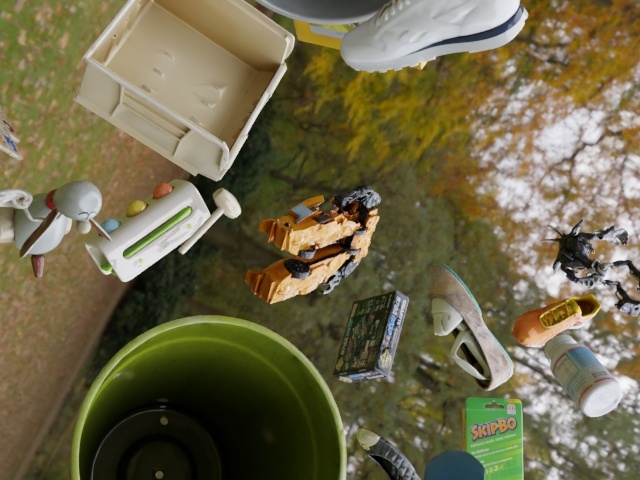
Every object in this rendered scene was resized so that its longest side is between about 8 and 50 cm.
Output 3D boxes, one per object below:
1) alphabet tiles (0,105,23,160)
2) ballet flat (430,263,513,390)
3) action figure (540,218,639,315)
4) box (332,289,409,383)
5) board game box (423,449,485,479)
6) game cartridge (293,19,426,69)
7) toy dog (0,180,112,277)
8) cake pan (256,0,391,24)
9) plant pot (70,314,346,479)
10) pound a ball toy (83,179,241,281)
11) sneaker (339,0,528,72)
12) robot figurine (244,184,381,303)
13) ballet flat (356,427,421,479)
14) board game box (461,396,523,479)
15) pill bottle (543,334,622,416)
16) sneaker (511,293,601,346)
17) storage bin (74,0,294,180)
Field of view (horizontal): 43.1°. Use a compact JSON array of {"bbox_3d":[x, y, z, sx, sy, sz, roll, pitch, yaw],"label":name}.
[{"bbox_3d":[-0.464,-0.204,1.053,0.009,0.198,0.237,-31,174,-3],"label":"alphabet tiles"},{"bbox_3d":[0.315,0.200,1.793,0.106,0.316,0.107,-38,-173,-23],"label":"ballet flat"},{"bbox_3d":[0.655,0.053,1.899,0.141,0.276,0.164,-11,133,-43],"label":"action figure"},{"bbox_3d":[0.125,0.244,2.044,0.175,0.051,0.220,-22,-137,51],"label":"box"},{"bbox_3d":[0.256,0.485,1.537,0.133,0.033,0.168,-7,-115,42],"label":"board game box"},{"bbox_3d":[0.072,-0.495,1.645,0.052,0.324,0.285,-54,150,-28],"label":"game cartridge"},{"bbox_3d":[-0.514,-0.013,1.536,0.334,0.220,0.160,174,-95,-71],"label":"toy dog"},{"bbox_3d":[0.011,-0.397,1.006,0.293,0.293,0.054,128,-29,-51],"label":"cake pan"},{"bbox_3d":[-0.203,0.331,1.197,0.353,0.367,0.366,-39,-155,58],"label":"plant pot"},{"bbox_3d":[-0.375,-0.044,1.908,0.319,0.135,0.208,-39,-153,-25],"label":"pound a ball toy"},{"bbox_3d":[0.118,-0.267,0.950,0.235,0.095,0.090,-9,-133,32],"label":"sneaker"},{"bbox_3d":[0.000,0.000,1.419,0.291,0.085,0.211,-22,136,-52],"label":"robot figurine"},{"bbox_3d":[0.107,0.339,1.168,0.049,0.173,0.057,-42,-170,-23],"label":"ballet flat"},{"bbox_3d":[0.352,0.454,1.659,0.039,0.124,0.259,142,-49,-76],"label":"board game box"},{"bbox_3d":[0.501,0.256,1.565,0.087,0.087,0.160,-59,-149,21],"label":"pill bottle"},{"bbox_3d":[0.382,0.123,1.324,0.175,0.064,0.067,-19,152,-30],"label":"sneaker"},{"bbox_3d":[-0.205,-0.270,1.282,0.123,0.260,0.262,-40,-159,55],"label":"storage bin"}]
